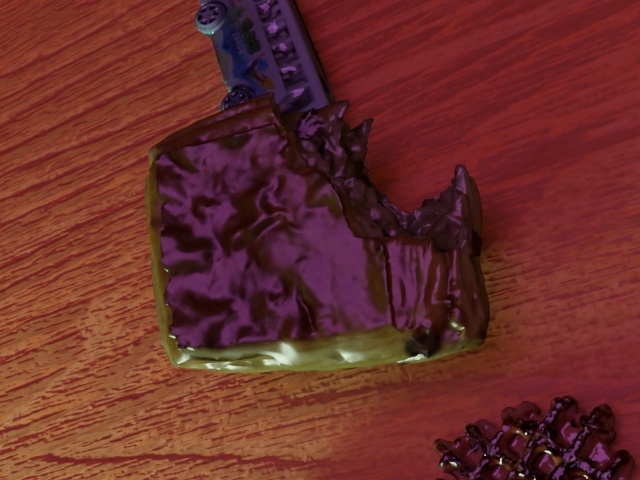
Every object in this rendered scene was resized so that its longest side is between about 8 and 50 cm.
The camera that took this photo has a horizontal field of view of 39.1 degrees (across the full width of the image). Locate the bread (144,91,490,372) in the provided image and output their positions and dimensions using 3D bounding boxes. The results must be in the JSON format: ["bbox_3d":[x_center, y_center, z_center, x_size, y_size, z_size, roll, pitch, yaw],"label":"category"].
[{"bbox_3d":[0.000,0.000,1.014,0.370,0.191,0.314,-11,73,18],"label":"bread"}]

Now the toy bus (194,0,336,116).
[{"bbox_3d":[-0.074,-0.239,1.211,0.136,0.109,0.330,-25,61,10],"label":"toy bus"}]

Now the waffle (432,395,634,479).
[{"bbox_3d":[0.207,0.270,0.866,0.221,0.055,0.234,-22,57,26],"label":"waffle"}]
